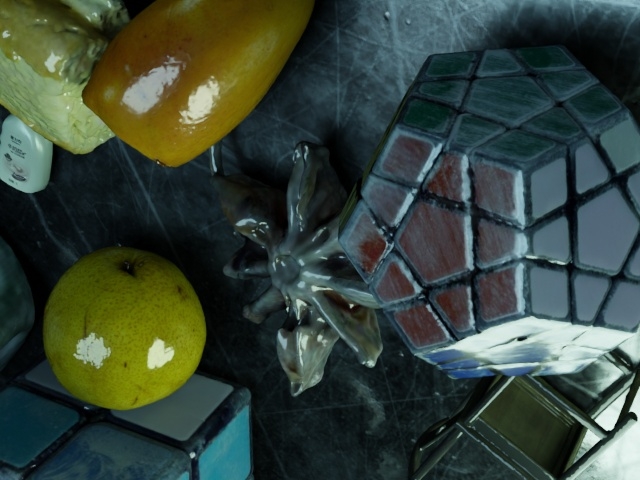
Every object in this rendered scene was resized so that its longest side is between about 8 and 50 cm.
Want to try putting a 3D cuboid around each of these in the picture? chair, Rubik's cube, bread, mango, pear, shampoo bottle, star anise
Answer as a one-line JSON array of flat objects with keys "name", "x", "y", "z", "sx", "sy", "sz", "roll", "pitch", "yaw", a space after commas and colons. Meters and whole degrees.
[{"name": "chair", "x": 0.223, "y": 0.194, "z": 1.135, "sx": 0.141, "sy": 0.154, "sz": 0.260, "roll": 39, "pitch": 127, "yaw": 7}, {"name": "Rubik's cube", "x": -0.295, "y": 0.353, "z": 1.418, "sx": 0.314, "sy": 0.318, "sz": 0.316, "roll": 15, "pitch": 123, "yaw": 23}, {"name": "bread", "x": -0.374, "y": -0.274, "z": 1.193, "sx": 0.375, "sy": 0.165, "sz": 0.236, "roll": 37, "pitch": 161, "yaw": 11}, {"name": "Rubik's cube", "x": 0.168, "y": -0.021, "z": 0.954, "sx": 0.319, "sy": 0.319, "sz": 0.264, "roll": -21, "pitch": 61, "yaw": 37}, {"name": "mango", "x": -0.107, "y": -0.197, "z": 1.073, "sx": 0.257, "sy": 0.187, "sz": 0.138, "roll": -46, "pitch": 63, "yaw": 16}, {"name": "pear", "x": -0.249, "y": 0.106, "z": 1.334, "sx": 0.209, "sy": 0.209, "sz": 0.208, "roll": 14, "pitch": 122, "yaw": 23}, {"name": "shampoo bottle", "x": -0.385, "y": -0.139, "z": 1.372, "sx": 0.077, "sy": 0.045, "sz": 0.151, "roll": 29, "pitch": 126, "yaw": 14}, {"name": "star anise", "x": 0.000, "y": 0.000, "z": 1.184, "sx": 0.316, "sy": 0.139, "sz": 0.359, "roll": 15, "pitch": 107, "yaw": 24}]

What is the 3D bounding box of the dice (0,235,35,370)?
[{"name": "dice", "x": -0.643, "y": 0.124, "z": 1.476, "sx": 0.328, "sy": 0.348, "sz": 0.330, "roll": 44, "pitch": 130, "yaw": 0}]
